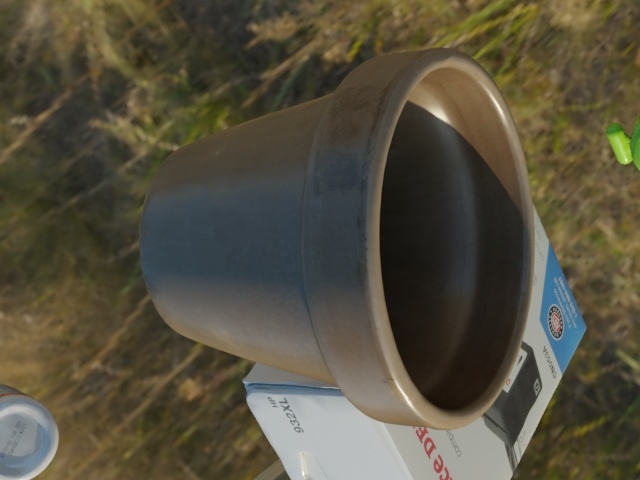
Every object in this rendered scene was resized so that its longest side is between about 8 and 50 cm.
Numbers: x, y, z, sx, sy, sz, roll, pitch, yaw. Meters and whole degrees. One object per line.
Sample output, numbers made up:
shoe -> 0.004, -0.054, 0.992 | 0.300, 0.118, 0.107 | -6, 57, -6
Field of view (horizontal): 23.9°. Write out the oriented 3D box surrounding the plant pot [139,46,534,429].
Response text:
plant pot -> 0.000, 0.000, 1.084 | 0.229, 0.263, 0.263 | 0, 124, 30

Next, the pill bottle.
pill bottle -> -0.324, 0.191, 1.529 | 0.087, 0.087, 0.160 | 58, 162, -14

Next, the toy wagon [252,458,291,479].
toy wagon -> 0.075, 0.308, 1.741 | 0.344, 0.267, 0.068 | 13, 127, 44

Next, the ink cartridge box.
ink cartridge box -> 0.094, 0.100, 1.320 | 0.129, 0.307, 0.223 | -1, 130, 37

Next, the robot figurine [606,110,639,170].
robot figurine -> 0.296, -0.086, 1.275 | 0.101, 0.115, 0.067 | -18, 101, 19
